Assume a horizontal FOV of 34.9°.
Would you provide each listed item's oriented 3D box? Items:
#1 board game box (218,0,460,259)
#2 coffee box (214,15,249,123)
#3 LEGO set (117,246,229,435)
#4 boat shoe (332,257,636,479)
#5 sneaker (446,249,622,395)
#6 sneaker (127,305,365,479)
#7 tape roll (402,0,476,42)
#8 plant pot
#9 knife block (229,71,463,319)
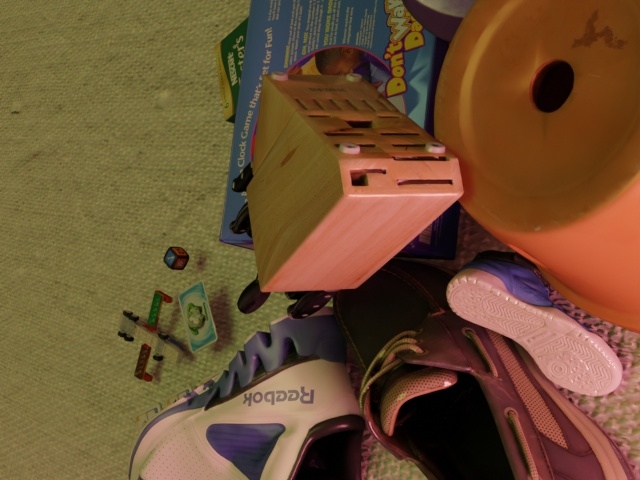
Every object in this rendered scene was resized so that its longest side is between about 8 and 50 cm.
[{"bbox_3d":[0.031,-0.160,1.003,0.233,0.078,0.347,2,81,37],"label":"board game box"},{"bbox_3d":[-0.050,-0.221,1.173,0.184,0.040,0.113,-31,58,40],"label":"coffee box"},{"bbox_3d":[-0.166,0.138,1.224,0.182,0.060,0.244,-31,67,36],"label":"LEGO set"},{"bbox_3d":[0.105,0.118,0.838,0.355,0.130,0.132,44,113,45],"label":"boat shoe"},{"bbox_3d":[0.182,0.059,0.825,0.152,0.084,0.058,30,124,13],"label":"sneaker"},{"bbox_3d":[-0.065,0.225,1.000,0.315,0.127,0.182,-46,52,30],"label":"sneaker"},{"bbox_3d":[0.146,-0.265,0.866,0.188,0.080,0.189,-2,82,15],"label":"tape roll"},{"bbox_3d":[0.217,-0.082,0.710,0.290,0.203,0.291,-16,68,47],"label":"plant pot"},{"bbox_3d":[0.000,0.000,0.809,0.276,0.088,0.242,-127,39,-58],"label":"knife block"}]
